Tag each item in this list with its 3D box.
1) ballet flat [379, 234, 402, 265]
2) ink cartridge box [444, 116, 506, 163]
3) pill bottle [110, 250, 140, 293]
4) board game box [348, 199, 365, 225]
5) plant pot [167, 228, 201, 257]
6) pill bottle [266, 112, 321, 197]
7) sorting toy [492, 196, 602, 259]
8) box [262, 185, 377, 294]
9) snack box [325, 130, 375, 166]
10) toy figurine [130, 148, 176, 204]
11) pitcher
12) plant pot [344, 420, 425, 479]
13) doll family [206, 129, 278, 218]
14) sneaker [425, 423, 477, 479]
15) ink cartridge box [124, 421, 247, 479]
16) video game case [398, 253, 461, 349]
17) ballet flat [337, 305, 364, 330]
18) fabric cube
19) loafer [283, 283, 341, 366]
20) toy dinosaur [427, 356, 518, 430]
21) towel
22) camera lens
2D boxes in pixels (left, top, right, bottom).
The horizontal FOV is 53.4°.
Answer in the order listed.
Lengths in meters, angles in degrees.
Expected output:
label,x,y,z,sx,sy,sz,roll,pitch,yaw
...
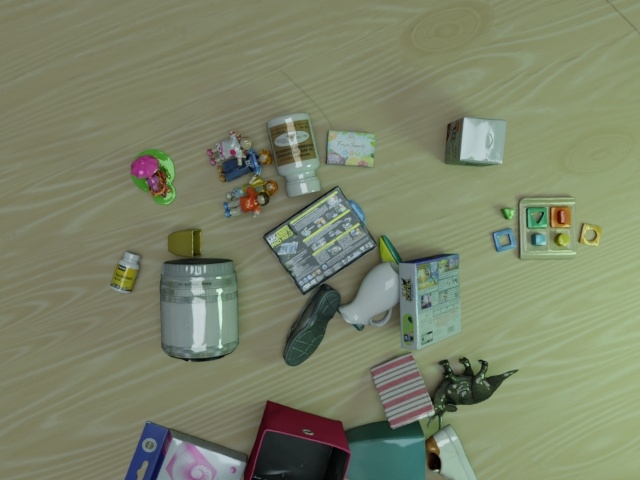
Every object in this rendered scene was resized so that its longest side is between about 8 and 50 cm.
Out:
label,x,y,z,sx,sy,sz,roll,pitch,yaw
ballet flat,0.231,0.092,1.926,0.077,0.077,0.231,-37,97,15
ink cartridge box,0.450,-0.286,1.863,0.128,0.176,0.128,4,93,-4
pill bottle,-0.570,0.092,1.871,0.065,0.065,0.116,19,91,-5
board game box,0.052,-0.050,1.924,0.169,0.033,0.133,-11,99,2
plant pot,-0.402,0.007,1.873,0.083,0.081,0.081,1,94,8
pill bottle,-0.071,-0.247,1.852,0.131,0.131,0.229,-13,94,-3
sorting toy,0.707,-0.036,1.961,0.348,0.047,0.195,-1,94,-4
box,0.000,0.000,1.884,0.270,0.060,0.216,-34,96,5
snack box,0.090,-0.274,1.908,0.141,0.037,0.100,3,92,-4
toy figurine,-0.482,-0.180,1.813,0.130,0.159,0.173,-24,95,-2
pitcher,0.181,0.168,1.881,0.178,0.125,0.207,24,116,-40
plant pot,0.188,0.640,1.913,0.234,0.165,0.165,-1,94,1
doll family,-0.211,-0.193,1.862,0.163,0.118,0.262,-17,90,16
sneaker,0.389,0.681,1.931,0.123,0.106,0.290,-28,116,-2
ink cartridge box,-0.430,0.755,1.921,0.330,0.071,0.324,20,92,-6
video game case,0.323,0.170,1.856,0.061,0.270,0.244,2,96,38
ballet flat,0.092,0.227,1.943,0.114,0.041,0.041,43,90,-6
fabric cube,-0.074,0.649,1.844,0.254,0.258,0.259,17,92,-4
loafer,-0.033,0.253,1.923,0.096,0.084,0.267,29,95,-36
toy dinosaur,0.449,0.448,1.955,0.314,0.121,0.160,-16,106,-7
towel,0.246,0.451,1.919,0.144,0.029,0.197,-24,64,10
camera lens,-0.344,0.195,1.815,0.220,0.219,0.274,-1,93,-4
